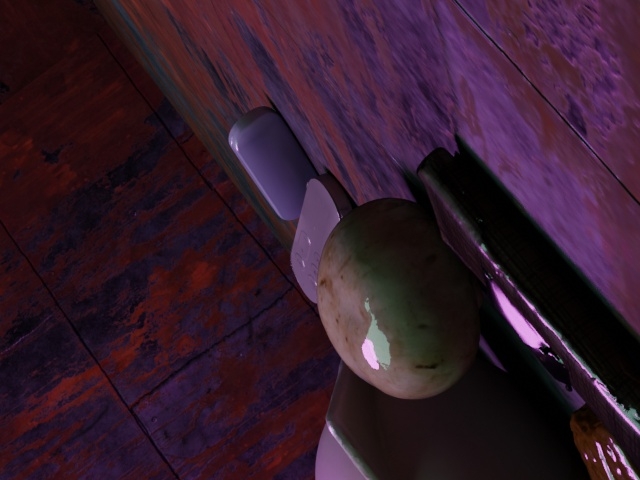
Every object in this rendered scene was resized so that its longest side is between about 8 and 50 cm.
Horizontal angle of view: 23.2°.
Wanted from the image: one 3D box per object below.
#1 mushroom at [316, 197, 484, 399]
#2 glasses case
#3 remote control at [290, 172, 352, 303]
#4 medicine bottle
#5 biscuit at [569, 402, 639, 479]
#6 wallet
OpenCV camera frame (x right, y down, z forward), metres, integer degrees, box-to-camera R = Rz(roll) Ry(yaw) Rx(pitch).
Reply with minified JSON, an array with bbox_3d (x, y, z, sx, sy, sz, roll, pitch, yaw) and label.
[{"bbox_3d":[0.069,0.045,1.273,0.166,0.127,0.166,47,150,37],"label":"mushroom"},{"bbox_3d":[-0.051,-0.090,1.863,0.045,0.067,0.178,47,173,42],"label":"glasses case"},{"bbox_3d":[0.000,0.000,1.845,0.077,0.022,0.245,57,159,20],"label":"remote control"},{"bbox_3d":[0.137,0.254,1.480,0.406,0.236,0.236,53,176,-19],"label":"medicine bottle"},{"bbox_3d":[0.266,0.226,1.109,0.257,0.049,0.273,51,175,24],"label":"biscuit"},{"bbox_3d":[0.143,0.048,0.978,0.230,0.042,0.124,49,173,25],"label":"wallet"}]
